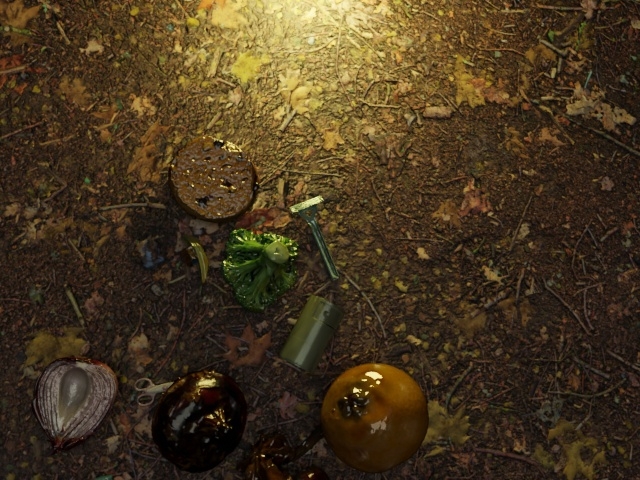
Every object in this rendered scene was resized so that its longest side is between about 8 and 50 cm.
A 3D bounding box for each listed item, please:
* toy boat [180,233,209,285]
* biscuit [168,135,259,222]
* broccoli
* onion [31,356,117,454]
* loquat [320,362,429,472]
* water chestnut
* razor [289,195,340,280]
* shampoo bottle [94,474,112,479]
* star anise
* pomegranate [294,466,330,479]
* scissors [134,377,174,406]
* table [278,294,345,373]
[{"bbox_3d":[-0.397,0.059,1.918,0.066,0.065,0.172,-24,81,-23],"label":"toy boat"},{"bbox_3d":[-0.343,-0.191,1.953,0.296,0.075,0.296,2,79,-12],"label":"biscuit"},{"bbox_3d":[-0.174,0.080,1.843,0.254,0.269,0.269,3,82,-22],"label":"broccoli"},{"bbox_3d":[-0.730,0.485,1.788,0.227,0.120,0.283,19,77,-7],"label":"onion"},{"bbox_3d":[0.158,0.520,1.799,0.328,0.328,0.328,1,82,-7],"label":"loquat"},{"bbox_3d":[-0.343,0.525,1.760,0.300,0.300,0.300,1,82,-7],"label":"water chestnut"},{"bbox_3d":[-0.001,0.001,1.990,0.111,0.056,0.278,-22,93,-8],"label":"razor"},{"bbox_3d":[-0.629,0.828,1.787,0.104,0.061,0.258,-8,83,-9],"label":"shampoo bottle"},{"bbox_3d":[-0.116,0.663,1.822,0.346,0.237,0.148,-38,122,-20],"label":"star anise"},{"bbox_3d":[-0.046,0.750,1.846,0.159,0.129,0.129,16,81,4],"label":"pomegranate"},{"bbox_3d":[-0.485,0.457,1.875,0.176,0.022,0.085,-11,80,-5],"label":"scissors"},{"bbox_3d":[-0.027,0.294,1.904,0.126,0.126,0.220,28,79,-3],"label":"table"}]
